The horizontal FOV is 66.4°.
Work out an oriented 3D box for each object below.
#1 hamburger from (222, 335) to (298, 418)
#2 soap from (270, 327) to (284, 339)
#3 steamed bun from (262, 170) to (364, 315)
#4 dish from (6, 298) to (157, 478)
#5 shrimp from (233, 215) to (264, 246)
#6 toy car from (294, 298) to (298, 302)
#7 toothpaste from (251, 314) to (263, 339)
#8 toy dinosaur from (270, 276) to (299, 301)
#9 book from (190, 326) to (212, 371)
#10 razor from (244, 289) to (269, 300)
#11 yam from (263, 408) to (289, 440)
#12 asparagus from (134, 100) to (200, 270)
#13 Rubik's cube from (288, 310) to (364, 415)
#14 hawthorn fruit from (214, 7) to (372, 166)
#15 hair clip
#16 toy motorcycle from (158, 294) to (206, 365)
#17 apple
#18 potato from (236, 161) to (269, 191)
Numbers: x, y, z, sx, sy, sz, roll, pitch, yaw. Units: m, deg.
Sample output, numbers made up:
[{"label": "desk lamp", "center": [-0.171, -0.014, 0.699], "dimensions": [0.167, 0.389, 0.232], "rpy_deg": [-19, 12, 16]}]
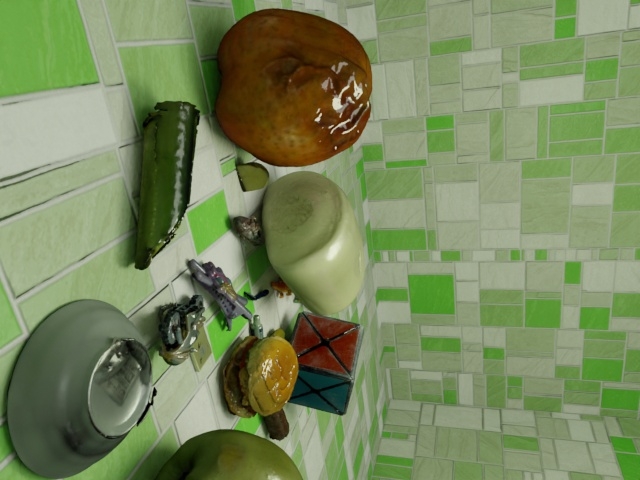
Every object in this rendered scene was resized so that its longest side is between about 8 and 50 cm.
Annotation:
[{"label": "hamburger", "center": [-0.175, 0.401, 1.452], "dimensions": [0.244, 0.163, 0.244], "rpy_deg": [1, 90, -72]}, {"label": "soap", "center": [-0.151, 0.378, 1.715], "dimensions": [0.089, 0.045, 0.140], "rpy_deg": [-26, 117, -67]}, {"label": "steamed bun", "center": [0.000, 0.000, 1.675], "dimensions": [0.371, 0.290, 0.456], "rpy_deg": [61, 12, -47]}, {"label": "dish", "center": [-0.393, 0.264, 0.886], "dimensions": [0.316, 0.106, 0.316], "rpy_deg": [-1, 90, -72]}, {"label": "shrimp", "center": [-0.218, -0.027, 1.506], "dimensions": [0.073, 0.075, 0.190], "rpy_deg": [61, -3, 22]}, {"label": "toy car", "center": [0.023, 0.183, 2.078], "dimensions": [0.358, 0.176, 0.213], "rpy_deg": [-4, 94, -76]}, {"label": "toothpaste", "center": [-0.201, 0.342, 1.584], "dimensions": [0.062, 0.037, 0.216], "rpy_deg": [-45, 135, -66]}, {"label": "toy dinosaur", "center": [-0.089, 0.166, 1.830], "dimensions": [0.288, 0.070, 0.117], "rpy_deg": [18, 62, -51]}, {"label": "book", "center": [-0.314, 0.274, 1.271], "dimensions": [0.077, 0.014, 0.111], "rpy_deg": [-60, 144, -57]}, {"label": "razor", "center": [-0.205, 0.179, 1.598], "dimensions": [0.028, 0.044, 0.154], "rpy_deg": [-62, 167, 8]}, {"label": "yam", "center": [-0.153, 0.603, 1.654], "dimensions": [0.079, 0.079, 0.141], "rpy_deg": [-65, 148, -53]}, {"label": "asparagus", "center": [-0.339, -0.121, 1.080], "dimensions": [0.128, 0.108, 0.382], "rpy_deg": [23, 69, -72]}, {"label": "Rubik's cube", "center": [0.010, 0.452, 1.797], "dimensions": [0.255, 0.259, 0.260], "rpy_deg": [-70, 167, -46]}, {"label": "hawthorn fruit", "center": [-0.070, -0.430, 1.410], "dimensions": [0.472, 0.471, 0.472], "rpy_deg": [-1, 90, -72]}, {"label": "hair clip", "center": [-0.264, 0.138, 1.326], "dimensions": [0.278, 0.090, 0.137], "rpy_deg": [73, -11, -47]}, {"label": "toy motorcycle", "center": [-0.323, 0.208, 1.145], "dimensions": [0.229, 0.094, 0.130], "rpy_deg": [-54, 146, -81]}, {"label": "apple", "center": [-0.202, 0.590, 1.075], "dimensions": [0.357, 0.357, 0.357], "rpy_deg": [-1, 90, -72]}, {"label": "potato", "center": [-0.198, -0.204, 1.521], "dimensions": [0.066, 0.103, 0.096], "rpy_deg": [-63, 149, -50]}]
